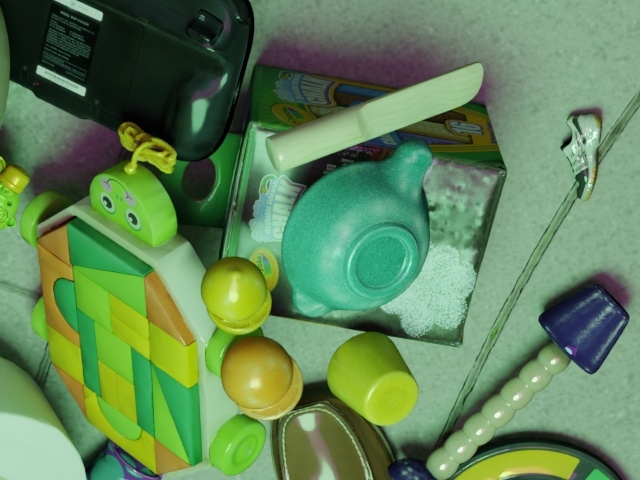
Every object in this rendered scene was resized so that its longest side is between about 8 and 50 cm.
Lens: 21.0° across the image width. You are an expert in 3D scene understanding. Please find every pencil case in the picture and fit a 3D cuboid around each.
[{"bbox_3d":[-0.220,0.267,1.720,0.070,0.064,0.152,33,107,-12],"label":"pencil case"}]

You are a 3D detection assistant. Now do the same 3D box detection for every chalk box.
[{"bbox_3d":[0.000,-0.040,1.545,0.289,0.179,0.180,11,112,-4],"label":"chalk box"}]

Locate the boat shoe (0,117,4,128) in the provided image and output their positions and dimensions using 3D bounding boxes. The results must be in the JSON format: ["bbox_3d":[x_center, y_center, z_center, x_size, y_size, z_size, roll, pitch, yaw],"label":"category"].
[{"bbox_3d":[-0.352,-0.135,1.574,0.135,0.050,0.045,21,92,-10],"label":"boat shoe"}]

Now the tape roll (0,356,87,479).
[{"bbox_3d":[-0.367,0.242,1.616,0.286,0.100,0.286,-20,135,-21],"label":"tape roll"}]

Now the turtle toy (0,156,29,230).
[{"bbox_3d":[-0.325,-0.055,1.561,0.130,0.066,0.095,41,95,-2],"label":"turtle toy"}]

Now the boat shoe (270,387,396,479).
[{"bbox_3d":[0.034,0.303,1.708,0.122,0.120,0.324,-16,111,6],"label":"boat shoe"}]

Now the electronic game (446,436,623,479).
[{"bbox_3d":[0.210,0.304,1.750,0.229,0.048,0.229,0,111,-1],"label":"electronic game"}]

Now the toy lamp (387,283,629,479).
[{"bbox_3d":[0.184,0.151,1.666,0.274,0.080,0.080,-43,106,8],"label":"toy lamp"}]

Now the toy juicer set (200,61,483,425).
[{"bbox_3d":[0.000,0.000,1.400,0.209,0.089,0.329,-2,116,-26],"label":"toy juicer set"}]

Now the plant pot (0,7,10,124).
[{"bbox_3d":[-0.428,-0.149,1.428,0.284,0.191,0.284,1,92,20],"label":"plant pot"}]

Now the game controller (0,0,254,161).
[{"bbox_3d":[-0.202,-0.190,1.479,0.319,0.067,0.166,27,123,23],"label":"game controller"}]

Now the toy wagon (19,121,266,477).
[{"bbox_3d":[-0.165,0.053,1.519,0.267,0.068,0.344,31,139,31],"label":"toy wagon"}]

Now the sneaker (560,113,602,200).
[{"bbox_3d":[0.242,-0.079,1.614,0.037,0.032,0.083,6,107,11],"label":"sneaker"}]
